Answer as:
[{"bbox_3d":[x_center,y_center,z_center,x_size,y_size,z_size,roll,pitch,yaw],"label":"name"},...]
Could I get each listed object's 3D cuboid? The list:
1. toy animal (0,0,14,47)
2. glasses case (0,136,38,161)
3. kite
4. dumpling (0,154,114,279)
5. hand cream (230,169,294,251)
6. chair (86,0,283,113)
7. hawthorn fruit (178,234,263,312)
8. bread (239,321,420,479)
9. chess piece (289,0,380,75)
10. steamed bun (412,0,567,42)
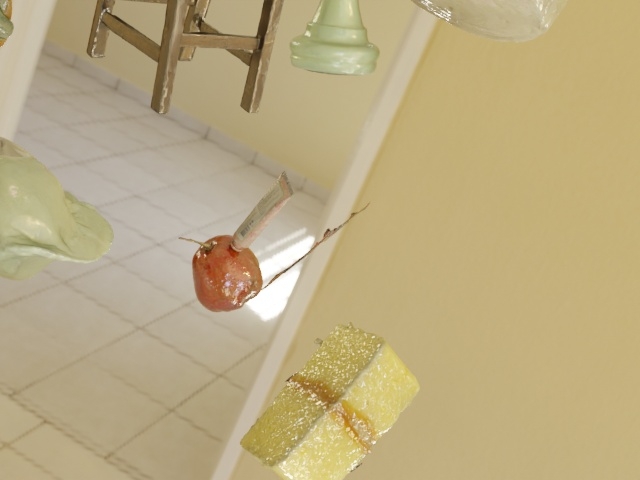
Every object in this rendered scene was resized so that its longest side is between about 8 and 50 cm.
[{"bbox_3d":[-0.393,-0.288,1.043,0.125,0.251,0.127,20,-24,-9],"label":"toy animal"},{"bbox_3d":[-0.636,-0.076,1.987,0.128,0.083,0.308,21,37,-50],"label":"glasses case"},{"bbox_3d":[0.000,0.000,1.170,0.010,0.190,0.159,51,-18,2],"label":"kite"},{"bbox_3d":[-0.555,-0.037,1.740,0.270,0.212,0.320,36,28,-58],"label":"dumpling"},{"bbox_3d":[-0.122,-0.054,1.936,0.043,0.209,0.067,13,43,-37],"label":"hand cream"},{"bbox_3d":[-0.177,-0.422,1.354,0.203,0.416,0.240,-5,33,-37],"label":"chair"},{"bbox_3d":[-0.217,0.051,2.030,0.162,0.163,0.203,-90,157,-69],"label":"hawthorn fruit"},{"bbox_3d":[0.018,0.258,1.415,0.178,0.266,0.142,39,-17,5],"label":"bread"},{"bbox_3d":[0.040,-0.507,1.954,0.195,0.299,0.194,5,18,-2],"label":"chess piece"},{"bbox_3d":[0.197,-0.447,1.344,0.383,0.247,0.236,34,-13,7],"label":"steamed bun"}]
